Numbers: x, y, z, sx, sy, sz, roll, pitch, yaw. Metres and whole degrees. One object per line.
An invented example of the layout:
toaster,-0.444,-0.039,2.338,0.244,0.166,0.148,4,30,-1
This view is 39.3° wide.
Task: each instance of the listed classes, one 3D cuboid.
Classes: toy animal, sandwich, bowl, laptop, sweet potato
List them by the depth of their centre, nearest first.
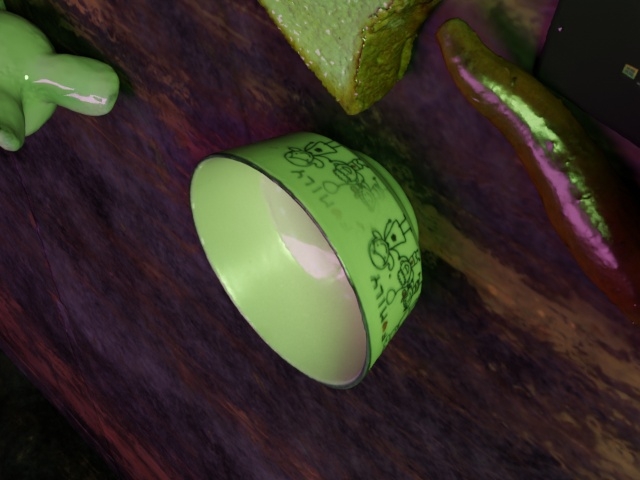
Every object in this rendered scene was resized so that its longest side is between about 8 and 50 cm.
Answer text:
laptop,0.213,-0.088,0.506,0.197,0.016,0.135,41,150,23
sweet potato,0.165,-0.040,0.589,0.265,0.057,0.057,55,151,-1
sandwich,0.025,-0.212,0.602,0.186,0.065,0.214,53,151,3
bowl,0.000,0.000,0.801,0.237,0.126,0.238,36,147,29
toy animal,-0.419,-0.239,1.104,0.367,0.196,0.241,46,149,20
